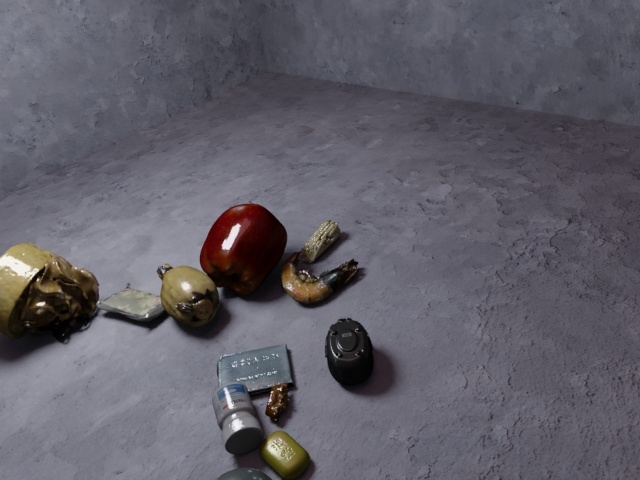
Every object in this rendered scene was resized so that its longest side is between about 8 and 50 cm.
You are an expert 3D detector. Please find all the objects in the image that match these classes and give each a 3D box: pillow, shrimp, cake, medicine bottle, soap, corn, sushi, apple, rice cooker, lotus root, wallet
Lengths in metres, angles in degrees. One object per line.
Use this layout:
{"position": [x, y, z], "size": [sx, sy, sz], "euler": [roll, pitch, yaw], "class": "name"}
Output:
{"position": [-0.657, 0.230, 1.817], "size": [0.255, 0.059, 0.169], "euler": [10, 34, 26], "class": "pillow"}
{"position": [-0.008, 0.107, 1.801], "size": [0.291, 0.054, 0.222], "euler": [-24, 54, -24], "class": "shrimp"}
{"position": [-0.956, 0.207, 1.753], "size": [0.321, 0.332, 0.332], "euler": [25, 39, -4], "class": "cake"}
{"position": [-0.223, 0.467, 1.344], "size": [0.105, 0.104, 0.168], "euler": [-19, 37, -13], "class": "medicine bottle"}
{"position": [-0.092, 0.535, 1.270], "size": [0.089, 0.045, 0.140], "euler": [-31, 41, -33], "class": "soap"}
{"position": [0.000, 0.000, 1.959], "size": [0.087, 0.087, 0.211], "euler": [15, 42, 30], "class": "corn"}
{"position": [-0.115, 0.444, 1.399], "size": [0.060, 0.061, 0.117], "euler": [7, 58, 8], "class": "sushi"}
{"position": [-0.275, 0.026, 1.824], "size": [0.289, 0.288, 0.316], "euler": [9, 53, 24], "class": "apple"}
{"position": [0.082, 0.318, 1.468], "size": [0.142, 0.118, 0.203], "euler": [-10, 39, -1], "class": "rice cooker"}
{"position": [-0.469, 0.174, 1.738], "size": [0.183, 0.182, 0.310], "euler": [-33, 43, -30], "class": "lotus root"}
{"position": [-0.198, 0.390, 1.504], "size": [0.222, 0.036, 0.167], "euler": [-11, 35, -3], "class": "wallet"}

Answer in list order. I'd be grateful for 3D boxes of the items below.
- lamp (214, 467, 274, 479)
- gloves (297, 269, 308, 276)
{"position": [-0.103, 0.585, 1.093], "size": [0.314, 0.181, 0.181], "euler": [-5, 35, 0], "class": "lamp"}
{"position": [-0.068, 0.133, 1.828], "size": [0.044, 0.037, 0.081], "euler": [31, 42, 3], "class": "gloves"}
